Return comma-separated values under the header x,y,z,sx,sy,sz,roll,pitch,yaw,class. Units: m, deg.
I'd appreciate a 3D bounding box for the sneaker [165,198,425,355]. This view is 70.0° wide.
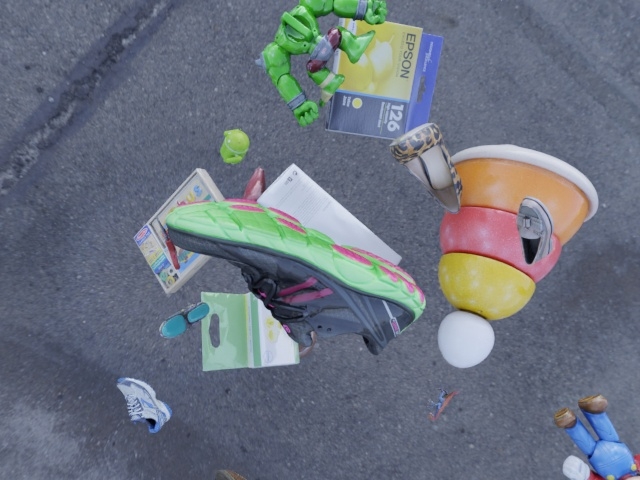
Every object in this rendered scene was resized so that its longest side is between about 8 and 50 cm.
x,y,z,sx,sy,sz,roll,pitch,yaw,class
-0.045,0.076,0.794,0.483,0.185,0.202,25,101,-13,sneaker

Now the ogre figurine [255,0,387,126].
x,y,z,sx,sy,sz,roll,pitch,yaw,class
-0.004,-0.276,0.646,0.118,0.096,0.197,34,119,-15,ogre figurine

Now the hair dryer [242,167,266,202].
x,y,z,sx,sy,sz,roll,pitch,yaw,class
-0.201,-0.124,1.689,0.224,0.080,0.293,-17,90,-61,hair dryer

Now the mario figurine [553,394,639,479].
x,y,z,sx,sy,sz,roll,pitch,yaw,class
0.703,0.530,1.056,0.170,0.198,0.320,-10,61,-44,mario figurine

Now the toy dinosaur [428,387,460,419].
x,y,z,sx,sy,sz,roll,pitch,yaw,class
0.320,0.438,1.219,0.047,0.090,0.082,37,54,-46,toy dinosaur

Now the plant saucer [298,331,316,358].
x,y,z,sx,sy,sz,roll,pitch,yaw,class
-0.098,0.336,1.624,0.169,0.029,0.168,1,70,-3,plant saucer

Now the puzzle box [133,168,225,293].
x,y,z,sx,sy,sz,roll,pitch,yaw,class
-0.494,-0.031,1.673,0.409,0.052,0.272,-42,73,21,puzzle box

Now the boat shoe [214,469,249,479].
x,y,z,sx,sy,sz,roll,pitch,yaw,class
-0.178,0.715,1.220,0.105,0.308,0.110,6,98,-41,boat shoe

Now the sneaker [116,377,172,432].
x,y,z,sx,sy,sz,roll,pitch,yaw,class
-0.340,0.315,0.870,0.135,0.052,0.058,55,34,-24,sneaker

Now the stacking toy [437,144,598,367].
x,y,z,sx,sy,sz,roll,pitch,yaw,class
0.382,0.059,1.047,0.351,0.351,0.479,26,79,-13,stacking toy

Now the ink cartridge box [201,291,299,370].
x,y,z,sx,sy,sz,roll,pitch,yaw,class
-0.151,0.198,1.024,0.235,0.056,0.170,13,67,-49,ink cartridge box

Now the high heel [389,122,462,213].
x,y,z,sx,sy,sz,roll,pitch,yaw,class
0.220,-0.127,0.888,0.093,0.261,0.186,-24,91,27,high heel

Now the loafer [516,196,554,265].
x,y,z,sx,sy,sz,roll,pitch,yaw,class
0.303,-0.009,0.651,0.039,0.045,0.125,-46,133,-10,loafer

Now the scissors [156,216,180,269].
x,y,z,sx,sy,sz,roll,pitch,yaw,class
-0.415,-0.019,1.220,0.021,0.297,0.108,-14,62,-12,scissors

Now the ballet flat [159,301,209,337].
x,y,z,sx,sy,sz,roll,pitch,yaw,class
-0.253,0.145,0.831,0.114,0.041,0.041,-28,94,-54,ballet flat

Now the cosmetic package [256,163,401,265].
x,y,z,sx,sy,sz,roll,pitch,yaw,class
0.000,0.000,1.187,0.366,0.197,0.155,41,64,-3,cosmetic package

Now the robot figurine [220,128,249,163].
x,y,z,sx,sy,sz,roll,pitch,yaw,class
-0.235,-0.257,1.258,0.067,0.115,0.101,5,66,-25,robot figurine

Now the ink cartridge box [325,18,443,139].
x,y,z,sx,sy,sz,roll,pitch,yaw,class
0.184,-0.438,1.273,0.308,0.072,0.303,5,105,-10,ink cartridge box
